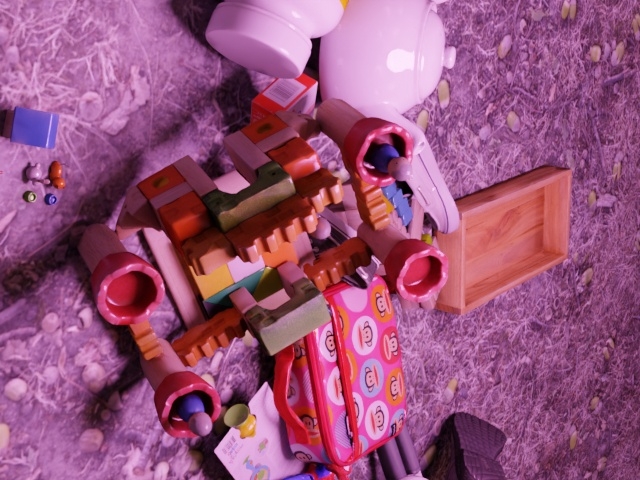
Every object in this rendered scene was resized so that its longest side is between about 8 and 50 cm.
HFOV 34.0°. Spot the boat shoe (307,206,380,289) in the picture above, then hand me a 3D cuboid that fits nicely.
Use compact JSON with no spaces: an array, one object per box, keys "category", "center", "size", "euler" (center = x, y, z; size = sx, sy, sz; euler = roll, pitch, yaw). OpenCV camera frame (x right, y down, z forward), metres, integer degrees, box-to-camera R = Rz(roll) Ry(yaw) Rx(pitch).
[{"category":"boat shoe","center":[0.000,0.000,1.615],"size":[0.219,0.078,0.070],"euler":[32,58,-18]}]

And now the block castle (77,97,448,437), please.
[{"category":"block castle","center":[-0.063,0.034,1.388],"size":[0.453,0.213,0.303],"euler":[-29,127,-13]}]

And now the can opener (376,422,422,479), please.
[{"category":"can opener","center":[0.161,0.418,1.929],"size":[0.074,0.093,0.280],"euler":[-28,101,-40]}]

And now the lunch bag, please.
[{"category":"lunch bag","center":[0.019,0.208,1.690],"size":[0.258,0.120,0.293],"euler":[-18,101,-49]}]

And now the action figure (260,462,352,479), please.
[{"category":"action figure","center":[-0.007,0.411,1.665],"size":[0.280,0.139,0.091],"euler":[-13,116,-56]}]

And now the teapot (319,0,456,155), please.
[{"category":"teapot","center":[0.113,-0.294,1.585],"size":[0.252,0.187,0.256],"euler":[-61,155,-60]}]

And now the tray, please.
[{"category":"tray","center":[0.373,-0.011,2.113],"size":[0.411,0.076,0.202],"euler":[-21,116,-46]}]

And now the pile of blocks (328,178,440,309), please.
[{"category":"pile of blocks","center":[0.099,-0.011,1.777],"size":[0.362,0.113,0.149],"euler":[50,43,-48]}]

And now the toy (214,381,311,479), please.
[{"category":"toy","center":[-0.098,0.339,1.668],"size":[0.137,0.056,0.237],"euler":[-53,142,-27]}]

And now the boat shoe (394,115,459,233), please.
[{"category":"boat shoe","center":[0.168,-0.096,1.838],"size":[0.088,0.096,0.267],"euler":[-34,137,-5]}]

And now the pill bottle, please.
[{"category":"pill bottle","center":[-0.032,-0.402,1.437],"size":[0.188,0.188,0.333],"euler":[32,76,-49]}]

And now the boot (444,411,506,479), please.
[{"category":"boot","center":[0.271,0.488,2.063],"size":[0.338,0.118,0.222],"euler":[-45,158,-73]}]

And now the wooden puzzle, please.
[{"category":"wooden puzzle","center":[-0.118,0.022,1.508],"size":[0.221,0.044,0.238],"euler":[-29,122,-14]}]

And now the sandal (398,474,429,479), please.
[{"category":"sandal","center":[0.088,0.606,1.826],"size":[0.169,0.102,0.416],"euler":[41,70,-35]}]

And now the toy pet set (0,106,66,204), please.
[{"category":"toy pet set","center":[-0.342,-0.098,1.253],"size":[0.122,0.065,0.114],"euler":[6,96,-51]}]

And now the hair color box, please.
[{"category":"hair color box","center":[-0.057,-0.161,1.526],"size":[0.093,0.053,0.167],"euler":[-47,162,-30]}]
